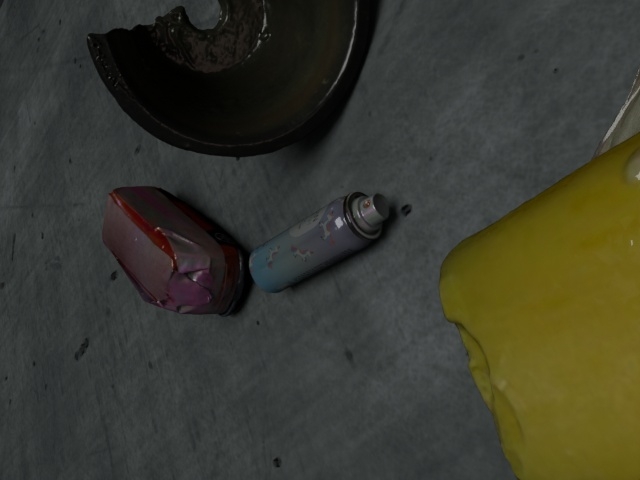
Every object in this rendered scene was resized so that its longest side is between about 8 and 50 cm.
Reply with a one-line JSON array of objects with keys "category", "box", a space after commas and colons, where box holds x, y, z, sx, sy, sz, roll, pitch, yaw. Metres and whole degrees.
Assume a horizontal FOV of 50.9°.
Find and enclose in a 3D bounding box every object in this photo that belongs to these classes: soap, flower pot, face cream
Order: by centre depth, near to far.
[{"category": "soap", "box": [0.305, 0.054, 0.539, 0.427, 0.115, 0.306, -28, 69, 45]}, {"category": "face cream", "box": [0.000, 0.000, 0.904, 0.229, 0.075, 0.075, -29, 63, 39]}, {"category": "flower pot", "box": [-0.136, -0.321, 0.961, 0.251, 0.379, 0.380, 41, 114, 64]}]

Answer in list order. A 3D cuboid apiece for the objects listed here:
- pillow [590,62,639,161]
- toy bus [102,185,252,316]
[{"category": "pillow", "box": [0.333, -0.126, 0.602, 0.130, 0.038, 0.233, 29, 105, 42]}, {"category": "toy bus", "box": [-0.247, 0.015, 1.114, 0.302, 0.147, 0.128, 36, 115, 44]}]
